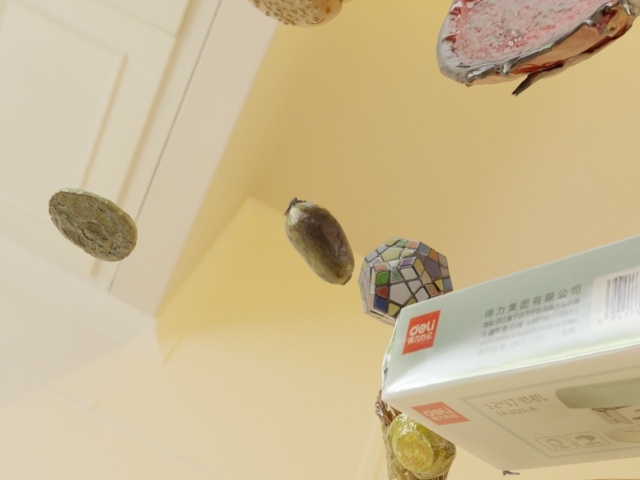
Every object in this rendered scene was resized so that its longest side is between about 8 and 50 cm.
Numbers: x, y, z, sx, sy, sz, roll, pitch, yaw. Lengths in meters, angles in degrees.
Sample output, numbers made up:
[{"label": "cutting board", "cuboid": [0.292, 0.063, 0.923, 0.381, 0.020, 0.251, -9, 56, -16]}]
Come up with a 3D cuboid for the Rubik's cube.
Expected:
[{"label": "Rubik's cube", "cuboid": [0.095, 0.050, 1.021, 0.111, 0.111, 0.093, 30, -164, 4]}]

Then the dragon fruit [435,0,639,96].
[{"label": "dragon fruit", "cuboid": [0.261, -0.255, 1.073, 0.100, 0.282, 0.344, 53, 159, -23]}]

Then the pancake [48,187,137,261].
[{"label": "pancake", "cuboid": [-0.243, -0.017, 0.960, 0.108, 0.108, 0.017, 27, -133, -1]}]

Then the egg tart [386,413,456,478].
[{"label": "egg tart", "cuboid": [0.136, 0.285, 1.244, 0.105, 0.105, 0.039, 37, -155, 15]}]

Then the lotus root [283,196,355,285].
[{"label": "lotus root", "cuboid": [0.000, 0.000, 1.592, 0.179, 0.089, 0.080, 53, 170, -2]}]

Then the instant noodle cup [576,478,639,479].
[{"label": "instant noodle cup", "cuboid": [0.366, 0.342, 1.051, 0.274, 0.274, 0.090, 2, -98, -36]}]

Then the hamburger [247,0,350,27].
[{"label": "hamburger", "cuboid": [-0.031, -0.324, 1.055, 0.162, 0.162, 0.115, 26, -105, -4]}]

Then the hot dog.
[{"label": "hot dog", "cuboid": [0.167, 0.376, 1.543, 0.114, 0.258, 0.175, -8, -170, 12]}]

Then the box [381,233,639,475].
[{"label": "box", "cuboid": [0.177, 0.077, 0.568, 0.135, 0.269, 0.079, 36, -126, -28]}]
